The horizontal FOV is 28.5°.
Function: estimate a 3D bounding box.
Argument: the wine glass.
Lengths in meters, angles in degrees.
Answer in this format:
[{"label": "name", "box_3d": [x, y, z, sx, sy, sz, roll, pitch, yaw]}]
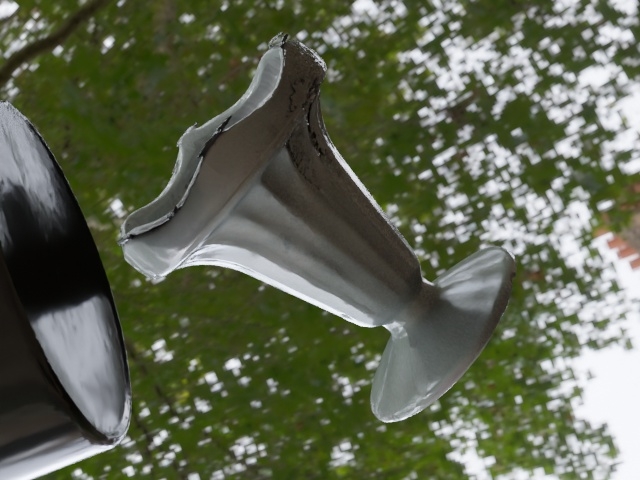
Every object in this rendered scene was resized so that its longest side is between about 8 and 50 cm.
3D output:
[{"label": "wine glass", "box_3d": [0.000, 0.000, 0.736, 0.196, 0.165, 0.165, 40, -129, -14]}]

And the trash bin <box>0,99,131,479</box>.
[{"label": "trash bin", "box_3d": [-0.276, 0.064, 0.597, 0.333, 0.214, 0.214, -21, -97, 2]}]
